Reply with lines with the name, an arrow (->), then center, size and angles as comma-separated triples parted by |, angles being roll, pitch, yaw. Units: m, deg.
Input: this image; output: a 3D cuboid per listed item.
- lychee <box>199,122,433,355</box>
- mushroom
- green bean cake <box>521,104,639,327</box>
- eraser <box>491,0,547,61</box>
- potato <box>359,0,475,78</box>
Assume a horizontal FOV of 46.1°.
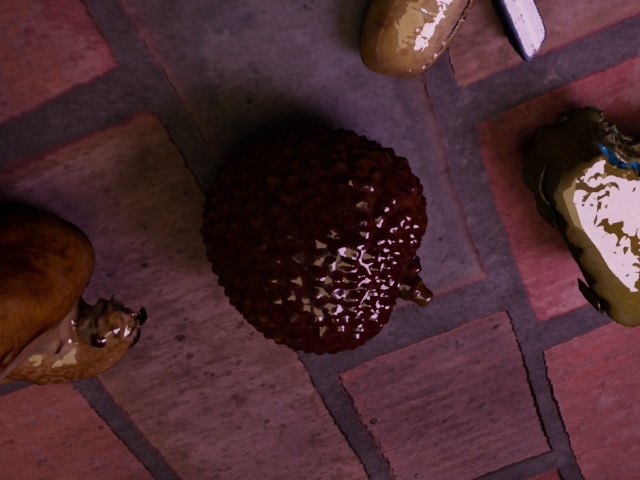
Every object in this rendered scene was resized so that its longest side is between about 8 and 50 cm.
lychee -> 0.000, 0.000, 0.923 | 0.305, 0.275, 0.275 | 27, 119, 4
mushroom -> -0.400, 0.119, 0.892 | 0.345, 0.345, 0.259 | -35, 104, 14
green bean cake -> 0.448, -0.075, 0.997 | 0.310, 0.202, 0.285 | -28, 112, 9
eraser -> 0.198, -0.310, 0.847 | 0.036, 0.082, 0.225 | -28, 124, 12
potato -> 0.113, -0.265, 0.865 | 0.107, 0.080, 0.170 | 21, 115, -14
